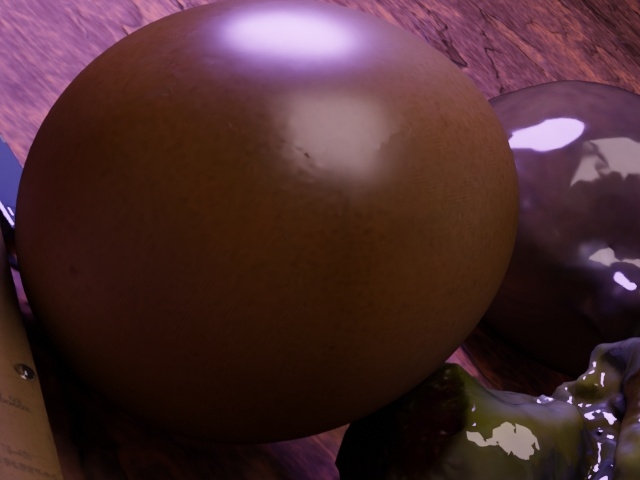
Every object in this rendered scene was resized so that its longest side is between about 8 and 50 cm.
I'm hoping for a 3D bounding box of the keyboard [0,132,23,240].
[{"bbox_3d":[-0.217,-0.065,1.086,0.055,0.014,0.176,10,39,-57],"label":"keyboard"}]

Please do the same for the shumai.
[{"bbox_3d":[0.133,0.194,1.079,0.263,0.304,0.309,9,25,3],"label":"shumai"}]

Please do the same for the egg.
[{"bbox_3d":[-0.021,-0.014,0.995,0.322,0.250,0.250,-10,55,-43],"label":"egg"}]

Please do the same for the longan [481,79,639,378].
[{"bbox_3d":[0.232,-0.002,1.484,0.300,0.243,0.300,16,29,-9],"label":"longan"}]

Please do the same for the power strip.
[{"bbox_3d":[-0.183,0.052,0.892,0.064,0.044,0.305,26,29,-39],"label":"power strip"}]
